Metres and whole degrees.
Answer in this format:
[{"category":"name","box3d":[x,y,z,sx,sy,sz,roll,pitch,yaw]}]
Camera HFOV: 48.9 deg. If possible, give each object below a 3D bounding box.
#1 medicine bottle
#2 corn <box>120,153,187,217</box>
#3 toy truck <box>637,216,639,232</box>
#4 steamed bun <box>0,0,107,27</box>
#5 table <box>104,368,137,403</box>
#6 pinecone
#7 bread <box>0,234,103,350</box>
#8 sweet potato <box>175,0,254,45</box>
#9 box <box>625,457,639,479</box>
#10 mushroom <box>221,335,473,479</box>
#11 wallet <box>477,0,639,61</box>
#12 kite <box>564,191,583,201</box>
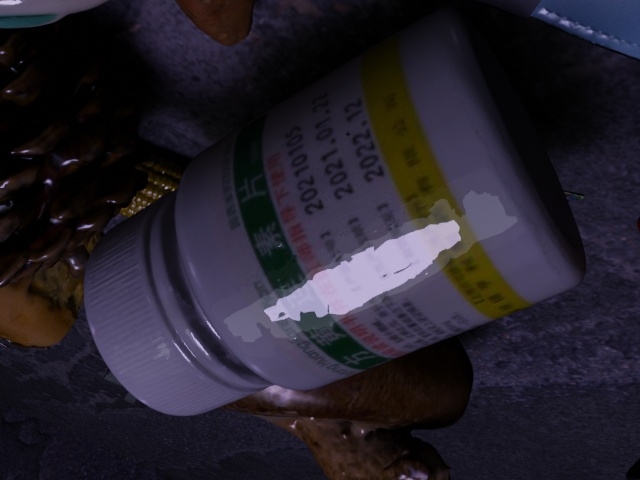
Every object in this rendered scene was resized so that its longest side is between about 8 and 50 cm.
[{"category":"medicine bottle","box3d":[0.000,0.000,0.537,0.339,0.208,0.208,-27,129,24]},{"category":"corn","box3d":[-0.200,-0.063,0.770,0.238,0.080,0.080,25,148,-2]},{"category":"toy truck","box3d":[0.345,-0.011,0.464,0.265,0.239,0.189,-44,76,32]},{"category":"steamed bun","box3d":[-0.236,-0.236,0.476,0.228,0.131,0.177,27,146,-7]},{"category":"table","box3d":[-0.266,0.151,1.064,0.062,0.146,0.175,26,147,-12]},{"category":"pinecone","box3d":[-0.265,-0.083,0.604,0.243,0.243,0.258,6,106,21]},{"category":"bread","box3d":[-0.405,0.013,0.883,0.262,0.204,0.162,32,150,-24]},{"category":"sweet potato","box3d":[-0.084,-0.226,0.442,0.097,0.097,0.252,12,146,13]},{"category":"box","box3d":[0.471,0.184,0.555,0.350,0.091,0.359,-12,-177,-38]},{"category":"mushroom","box3d":[0.010,0.145,0.819,0.345,0.239,0.345,28,159,12]},{"category":"wallet","box3d":[0.123,-0.207,0.373,0.250,0.075,0.176,21,145,-1]},{"category":"kite","box3d":[0.185,-0.034,0.666,0.122,0.004,0.090,-16,133,44]}]
